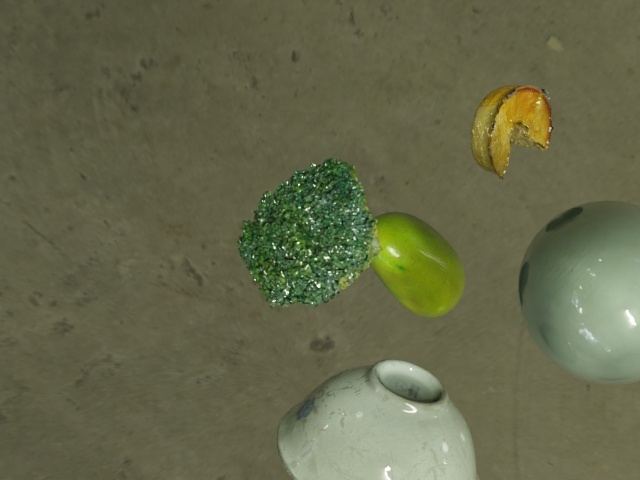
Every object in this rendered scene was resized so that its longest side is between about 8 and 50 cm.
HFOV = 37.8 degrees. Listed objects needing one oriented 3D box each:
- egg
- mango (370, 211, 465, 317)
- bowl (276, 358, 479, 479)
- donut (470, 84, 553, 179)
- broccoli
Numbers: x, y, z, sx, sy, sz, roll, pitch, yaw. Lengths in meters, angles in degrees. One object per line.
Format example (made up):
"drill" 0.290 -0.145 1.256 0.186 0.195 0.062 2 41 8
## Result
"egg" 0.366 0.067 1.188 0.230 0.371 0.230 2 100 14
"mango" 0.176 0.036 1.795 0.149 0.185 0.273 -37 126 12
"bowl" 0.103 0.258 1.326 0.313 0.313 0.146 17 112 1
"donut" 0.320 -0.198 1.588 0.181 0.078 0.146 -31 125 -33
"broccoli" 0.000 0.000 1.253 0.194 0.194 0.219 23 86 2
